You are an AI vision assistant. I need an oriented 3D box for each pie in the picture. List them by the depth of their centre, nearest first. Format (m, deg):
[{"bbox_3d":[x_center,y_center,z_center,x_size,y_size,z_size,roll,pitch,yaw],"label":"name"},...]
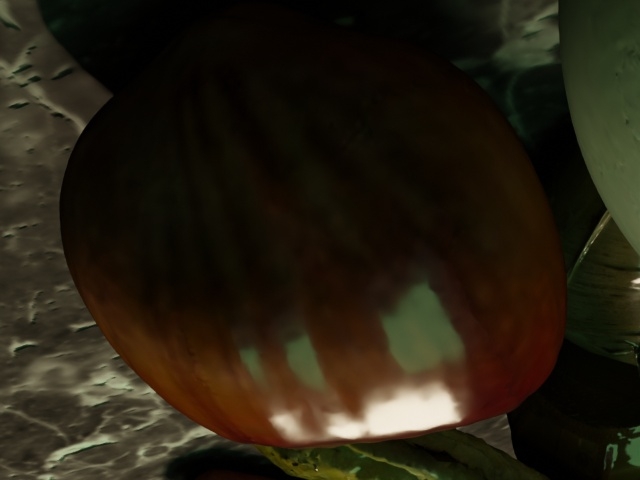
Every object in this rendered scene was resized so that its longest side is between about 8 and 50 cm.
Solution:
[{"bbox_3d":[0.062,0.143,0.800,0.070,0.323,0.323,-59,144,-7],"label":"pie"}]

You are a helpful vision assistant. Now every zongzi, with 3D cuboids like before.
[{"bbox_3d":[0.118,-0.032,0.723,0.178,0.081,0.189,17,131,28],"label":"zongzi"}]

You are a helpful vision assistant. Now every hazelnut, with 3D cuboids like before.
[{"bbox_3d":[0.002,-0.008,0.607,0.210,0.210,0.186,-30,172,29],"label":"hazelnut"}]

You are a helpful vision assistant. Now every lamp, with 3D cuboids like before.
[{"bbox_3d":[0.186,0.093,0.850,0.161,0.161,0.185,-17,149,9],"label":"lamp"}]

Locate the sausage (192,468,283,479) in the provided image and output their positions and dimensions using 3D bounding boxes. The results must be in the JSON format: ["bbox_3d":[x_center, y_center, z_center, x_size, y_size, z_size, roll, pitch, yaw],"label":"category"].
[{"bbox_3d":[-0.053,0.210,1.046,0.076,0.076,0.141,-31,145,29],"label":"sausage"}]

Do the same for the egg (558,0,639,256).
[{"bbox_3d":[0.222,-0.110,0.391,0.276,0.276,0.389,5,141,-26],"label":"egg"}]
